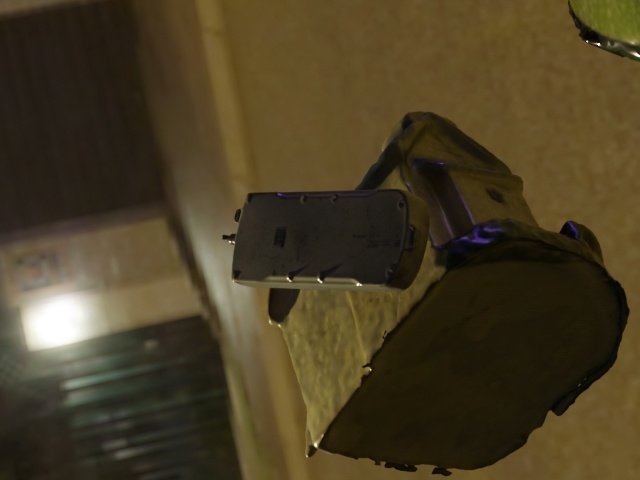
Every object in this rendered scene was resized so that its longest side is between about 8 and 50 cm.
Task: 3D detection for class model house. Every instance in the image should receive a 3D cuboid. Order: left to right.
[{"bbox_3d":[0.117,0.038,1.791,0.321,0.261,0.266,-55,42,30],"label":"model house"}]

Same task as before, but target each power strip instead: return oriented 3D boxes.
[{"bbox_3d":[0.000,0.000,1.472,0.227,0.029,0.080,1,76,45],"label":"power strip"}]

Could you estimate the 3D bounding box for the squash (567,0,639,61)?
[{"bbox_3d":[0.271,-0.308,1.137,0.310,0.310,0.309,-120,9,-61],"label":"squash"}]
